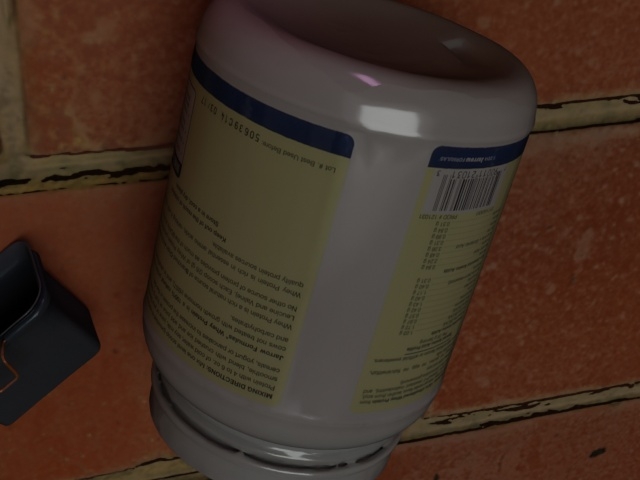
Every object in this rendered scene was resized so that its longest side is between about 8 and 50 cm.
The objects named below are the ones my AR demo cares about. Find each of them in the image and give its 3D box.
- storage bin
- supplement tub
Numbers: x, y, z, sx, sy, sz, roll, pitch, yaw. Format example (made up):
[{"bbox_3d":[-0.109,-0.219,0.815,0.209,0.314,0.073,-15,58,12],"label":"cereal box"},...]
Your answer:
[{"bbox_3d":[-0.242,0.085,0.807,0.135,0.098,0.091,-40,134,6],"label":"storage bin"},{"bbox_3d":[0.000,0.000,0.748,0.235,0.235,0.325,5,117,-21],"label":"supplement tub"}]
